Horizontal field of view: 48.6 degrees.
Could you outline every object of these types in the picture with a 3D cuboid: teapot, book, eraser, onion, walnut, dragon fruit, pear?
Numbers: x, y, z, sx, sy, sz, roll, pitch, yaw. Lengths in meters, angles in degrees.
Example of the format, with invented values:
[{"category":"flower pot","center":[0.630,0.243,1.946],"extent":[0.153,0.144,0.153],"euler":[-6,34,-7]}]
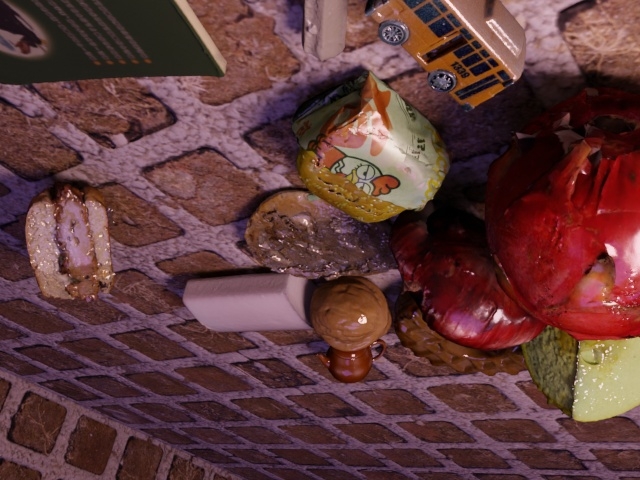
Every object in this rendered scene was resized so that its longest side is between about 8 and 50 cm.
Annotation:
[{"category":"teapot","center":[0.071,0.261,1.636],"extent":[0.173,0.116,0.116],"euler":[-10,153,-13]},{"category":"book","center":[-0.330,-0.282,0.877],"extent":[0.371,0.043,0.260],"euler":[4,160,18]},{"category":"eraser","center":[-0.137,0.136,1.504],"extent":[0.270,0.095,0.174],"euler":[-7,144,30]},{"category":"onion","center":[0.206,0.064,1.069],"extent":[0.272,0.272,0.195],"euler":[22,119,-15]},{"category":"walnut","center":[0.058,0.144,1.392],"extent":[0.166,0.149,0.166],"euler":[17,175,2]},{"category":"dragon fruit","center":[0.348,-0.029,0.861],"extent":[0.295,0.295,0.301],"euler":[3,131,17]},{"category":"pear","center":[0.484,0.135,1.174],"extent":[0.292,0.292,0.159],"euler":[22,-171,-14]}]

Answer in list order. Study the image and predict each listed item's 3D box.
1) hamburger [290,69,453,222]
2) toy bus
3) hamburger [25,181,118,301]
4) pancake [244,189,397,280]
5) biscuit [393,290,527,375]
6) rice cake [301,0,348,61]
[{"category":"hamburger","center":[0.051,-0.106,0.989],"extent":[0.235,0.125,0.214],"euler":[-28,122,30]},{"category":"toy bus","center":[0.145,-0.236,0.775],"extent":[0.182,0.091,0.103],"euler":[36,143,-31]},{"category":"hamburger","center":[-0.472,0.005,1.356],"extent":[0.155,0.245,0.282],"euler":[-6,110,-17]},{"category":"pancake","center":[0.000,0.001,1.268],"extent":[0.282,0.049,0.282],"euler":[9,149,5]},{"category":"biscuit","center":[0.300,0.167,1.377],"extent":[0.332,0.103,0.332],"euler":[10,151,6]},{"category":"rice cake","center":[0.008,-0.299,0.762],"extent":[0.057,0.052,0.256],"euler":[-15,151,-10]}]
